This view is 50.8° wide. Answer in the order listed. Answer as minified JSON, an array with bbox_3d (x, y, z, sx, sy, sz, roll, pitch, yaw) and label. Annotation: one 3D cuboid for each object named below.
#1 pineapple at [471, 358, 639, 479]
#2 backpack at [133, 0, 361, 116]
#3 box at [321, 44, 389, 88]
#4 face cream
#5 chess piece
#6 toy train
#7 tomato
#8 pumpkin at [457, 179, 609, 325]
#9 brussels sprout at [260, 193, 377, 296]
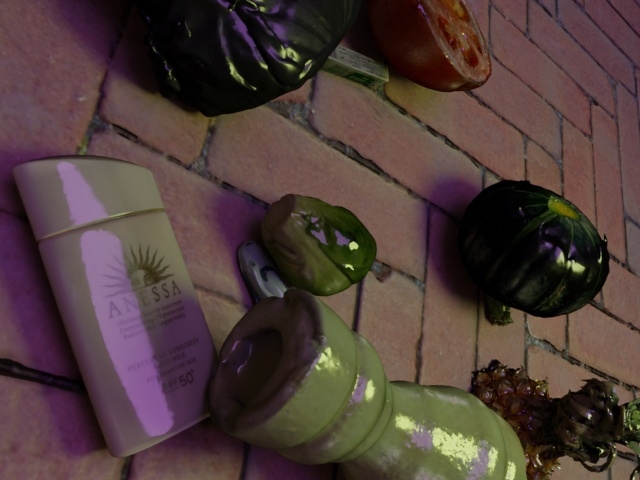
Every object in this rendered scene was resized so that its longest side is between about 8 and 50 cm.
[{"bbox_3d":[0.437,0.328,1.199,0.262,0.271,0.263,16,65,-39],"label":"pineapple"},{"bbox_3d":[-0.155,-0.413,0.924,0.446,0.254,0.363,59,46,-30],"label":"backpack"},{"bbox_3d":[0.036,-0.319,1.204,0.207,0.050,0.041,8,74,-41],"label":"box"},{"bbox_3d":[-0.229,0.061,0.806,0.173,0.081,0.349,-18,89,-46],"label":"face cream"},{"bbox_3d":[0.068,0.241,0.886,0.442,0.234,0.234,41,52,-34],"label":"chess piece"},{"bbox_3d":[-0.055,0.106,0.974,0.052,0.051,0.234,-23,92,-48],"label":"toy train"},{"bbox_3d":[0.194,-0.409,1.301,0.338,0.143,0.338,31,46,-38],"label":"tomato"},{"bbox_3d":[0.395,0.033,1.313,0.295,0.296,0.296,16,66,-39],"label":"pumpkin"},{"bbox_3d":[0.003,0.007,0.995,0.183,0.131,0.145,8,55,-52],"label":"brussels sprout"}]
